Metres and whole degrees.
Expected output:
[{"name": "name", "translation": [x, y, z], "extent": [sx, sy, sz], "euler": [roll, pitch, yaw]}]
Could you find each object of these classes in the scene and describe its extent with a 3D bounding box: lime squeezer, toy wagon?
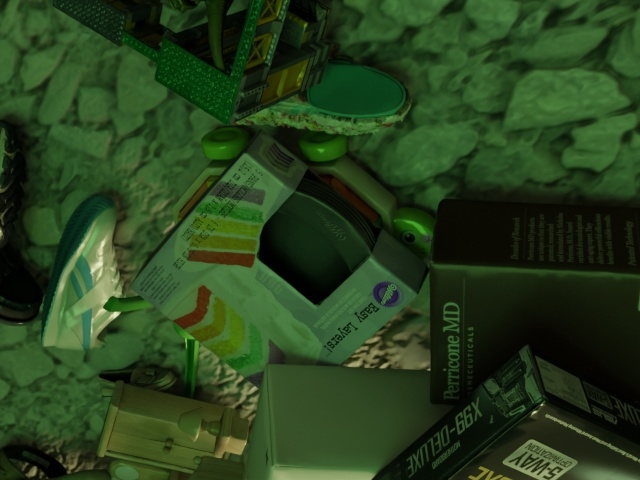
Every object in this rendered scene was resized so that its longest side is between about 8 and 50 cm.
[{"name": "lime squeezer", "translation": [-0.179, 0.110, 1.416], "extent": [0.059, 0.110, 0.310], "euler": [10, 154, 16]}, {"name": "toy wagon", "translation": [0.000, 0.000, 1.301], "extent": [0.344, 0.068, 0.267], "euler": [2, 121, 19]}]

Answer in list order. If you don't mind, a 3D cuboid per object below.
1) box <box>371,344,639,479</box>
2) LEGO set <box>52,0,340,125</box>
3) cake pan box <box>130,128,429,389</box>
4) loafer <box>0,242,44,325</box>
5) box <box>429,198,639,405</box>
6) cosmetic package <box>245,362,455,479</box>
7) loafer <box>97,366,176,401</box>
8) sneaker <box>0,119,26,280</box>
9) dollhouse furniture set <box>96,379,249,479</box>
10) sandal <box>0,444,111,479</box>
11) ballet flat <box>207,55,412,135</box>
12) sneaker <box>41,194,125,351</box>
[{"name": "box", "translation": [0.244, 0.256, 1.146], "extent": [0.307, 0.076, 0.242], "euler": [28, 122, -27]}, {"name": "LEGO set", "translation": [-0.102, -0.278, 1.107], "extent": [0.331, 0.192, 0.255], "euler": [26, 124, 24]}, {"name": "cake pan box", "translation": [-0.047, 0.038, 1.260], "extent": [0.246, 0.070, 0.267], "euler": [39, 125, -10]}, {"name": "loafer", "translation": [-0.483, -0.006, 1.451], "extent": [0.302, 0.109, 0.095], "euler": [37, 120, -2]}, {"name": "box", "translation": [0.307, 0.073, 1.170], "extent": [0.381, 0.143, 0.191], "euler": [3, 122, 12]}, {"name": "cosmetic package", "translation": [0.106, 0.263, 1.284], "extent": [0.366, 0.155, 0.197], "euler": [5, 132, -11]}, {"name": "loafer", "translation": [-0.255, 0.191, 1.528], "extent": [0.125, 0.045, 0.039], "euler": [-15, 107, 30]}, {"name": "sneaker", "translation": [-0.445, -0.016, 1.361], "extent": [0.122, 0.110, 0.283], "euler": [16, 90, -2]}, {"name": "dollhouse furniture set", "translation": [-0.217, 0.372, 1.401], "extent": [0.174, 0.355, 0.303], "euler": [15, 132, -9]}, {"name": "sandal", "translation": [-0.433, 0.344, 1.659], "extent": [0.303, 0.120, 0.086], "euler": [-11, 82, 28]}, {"name": "ballet flat", "translation": [-0.013, -0.153, 1.216], "extent": [0.241, 0.091, 0.077], "euler": [11, 154, 18]}, {"name": "sneaker", "translation": [-0.291, 0.042, 1.430], "extent": [0.092, 0.087, 0.228], "euler": [12, 121, -21]}]
